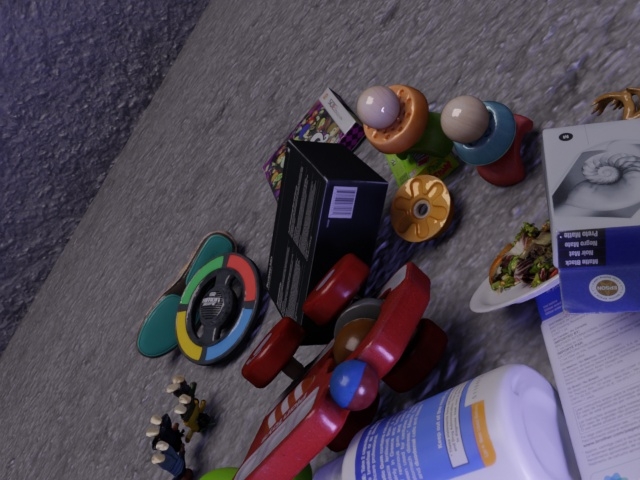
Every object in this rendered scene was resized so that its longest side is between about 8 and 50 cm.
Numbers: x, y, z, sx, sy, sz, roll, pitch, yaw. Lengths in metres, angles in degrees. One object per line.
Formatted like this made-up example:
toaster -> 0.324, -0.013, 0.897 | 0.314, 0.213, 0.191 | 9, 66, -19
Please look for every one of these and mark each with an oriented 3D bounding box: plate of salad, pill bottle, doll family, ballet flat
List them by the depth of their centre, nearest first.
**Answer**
pill bottle -> 0.119, 0.243, 0.690 | 0.272, 0.152, 0.152 | -34, 38, 34
plate of salad -> 0.242, 0.010, 0.743 | 0.200, 0.048, 0.200 | -36, 2, 1
doll family -> -0.242, 0.335, 1.170 | 0.076, 0.111, 0.193 | 11, 54, 22
ballet flat -> -0.281, 0.115, 1.449 | 0.316, 0.107, 0.106 | -52, 11, 0

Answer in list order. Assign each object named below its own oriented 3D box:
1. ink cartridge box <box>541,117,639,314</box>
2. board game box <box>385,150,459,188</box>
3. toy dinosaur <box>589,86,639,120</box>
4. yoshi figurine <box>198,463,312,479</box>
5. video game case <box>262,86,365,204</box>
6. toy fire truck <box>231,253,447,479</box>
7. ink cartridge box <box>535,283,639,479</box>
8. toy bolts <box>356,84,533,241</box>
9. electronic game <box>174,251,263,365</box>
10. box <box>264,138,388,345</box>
ink cartridge box -> 0.327, -0.036, 0.624 | 0.223, 0.045, 0.224 | -5, 45, 16
board game box -> 0.154, -0.152, 1.100 | 0.092, 0.043, 0.181 | -43, 34, 22
toy dinosaur -> 0.384, -0.148, 0.771 | 0.112, 0.064, 0.211 | 46, 112, 40
yoshi figurine -> -0.105, 0.430, 0.808 | 0.203, 0.203, 0.362 | -35, 34, 44
video game case -> -0.019, -0.183, 1.375 | 0.232, 0.042, 0.210 | -49, 31, 15
toy fire truck -> 0.018, 0.165, 0.795 | 0.302, 0.169, 0.254 | -47, 5, 19
ink cartridge box -> 0.311, 0.131, 0.604 | 0.186, 0.065, 0.311 | -36, 39, 32
toy bolts -> 0.153, -0.117, 0.915 | 0.228, 0.158, 0.218 | -2, 76, 40
electronic game -> -0.200, 0.130, 1.308 | 0.229, 0.048, 0.229 | -21, 55, 32
box -> 0.000, 0.000, 1.022 | 0.184, 0.103, 0.261 | -130, 46, -56
